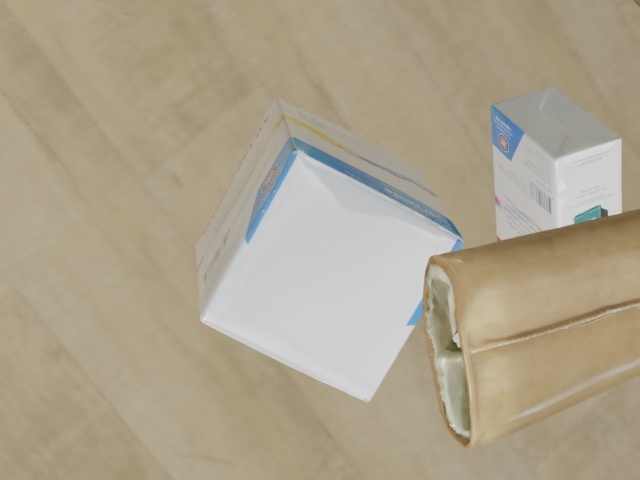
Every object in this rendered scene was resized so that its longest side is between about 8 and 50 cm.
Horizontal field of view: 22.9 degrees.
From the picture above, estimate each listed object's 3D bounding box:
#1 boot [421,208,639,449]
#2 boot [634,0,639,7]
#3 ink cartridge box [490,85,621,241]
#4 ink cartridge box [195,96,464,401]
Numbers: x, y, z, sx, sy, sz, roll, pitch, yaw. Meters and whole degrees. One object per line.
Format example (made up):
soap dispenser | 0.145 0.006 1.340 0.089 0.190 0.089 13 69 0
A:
boot | 0.195 -0.008 0.996 0.269 0.089 0.236 -15 107 -13
boot | 0.210 -0.245 1.092 0.305 0.115 0.112 46 43 4
ink cartridge box | 0.242 -0.023 1.616 0.078 0.134 0.231 -18 125 -16
ink cartridge box | 0.000 0.000 1.413 0.168 0.233 0.171 27 103 -13
